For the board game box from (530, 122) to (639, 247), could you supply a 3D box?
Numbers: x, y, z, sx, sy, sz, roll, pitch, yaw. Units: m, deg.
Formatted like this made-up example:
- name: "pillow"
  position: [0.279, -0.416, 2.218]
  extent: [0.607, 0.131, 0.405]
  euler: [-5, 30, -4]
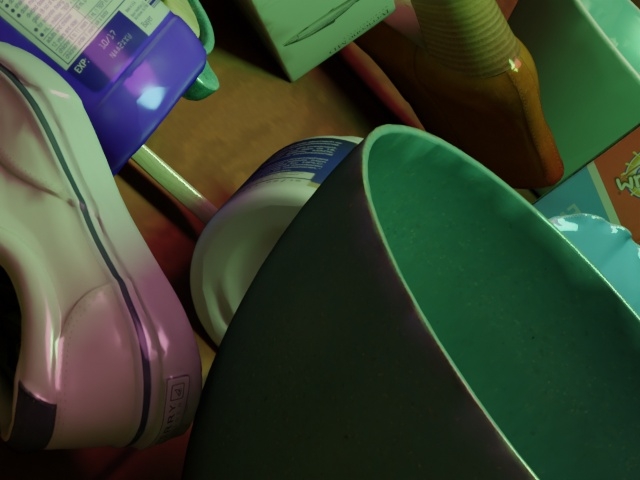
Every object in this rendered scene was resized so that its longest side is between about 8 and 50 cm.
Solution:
- name: "board game box"
  position: [0.210, -0.027, 1.341]
  extent: [0.064, 0.242, 0.316]
  euler: [54, 21, 3]

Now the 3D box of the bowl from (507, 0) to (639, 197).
- name: "bowl"
  position: [0.275, -0.124, 1.776]
  extent: [0.311, 0.163, 0.311]
  euler: [41, 20, -18]

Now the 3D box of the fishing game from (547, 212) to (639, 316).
- name: "fishing game"
  position: [0.151, 0.074, 1.163]
  extent: [0.264, 0.189, 0.041]
  euler: [11, 5, -32]

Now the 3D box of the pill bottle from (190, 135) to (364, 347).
- name: "pill bottle"
  position: [0.000, 0.000, 1.046]
  extent: [0.112, 0.112, 0.187]
  euler: [46, 20, -5]

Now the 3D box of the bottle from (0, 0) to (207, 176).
- name: "bottle"
  position: [-0.194, -0.149, 0.937]
  extent: [0.283, 0.092, 0.118]
  euler: [40, 38, -9]

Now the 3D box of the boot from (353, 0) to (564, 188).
- name: "boot"
  position: [0.075, -0.149, 1.516]
  extent: [0.295, 0.104, 0.211]
  euler: [28, -30, 51]

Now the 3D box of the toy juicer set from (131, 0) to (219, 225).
- name: "toy juicer set"
  position: [-0.147, -0.175, 1.103]
  extent: [0.209, 0.089, 0.329]
  euler: [33, 25, -36]

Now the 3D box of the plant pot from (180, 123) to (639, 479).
- name: "plant pot"
  position: [0.050, 0.122, 0.791]
  extent: [0.290, 0.195, 0.290]
  euler: [42, 21, -20]

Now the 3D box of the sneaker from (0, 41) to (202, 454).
- name: "sneaker"
  position: [-0.144, -0.009, 0.799]
  extent: [0.091, 0.094, 0.258]
  euler: [-3, 38, -35]

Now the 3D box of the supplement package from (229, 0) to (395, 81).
- name: "supplement package"
  position: [-0.022, -0.211, 1.324]
  extent: [0.105, 0.105, 0.179]
  euler: [54, -1, 16]
